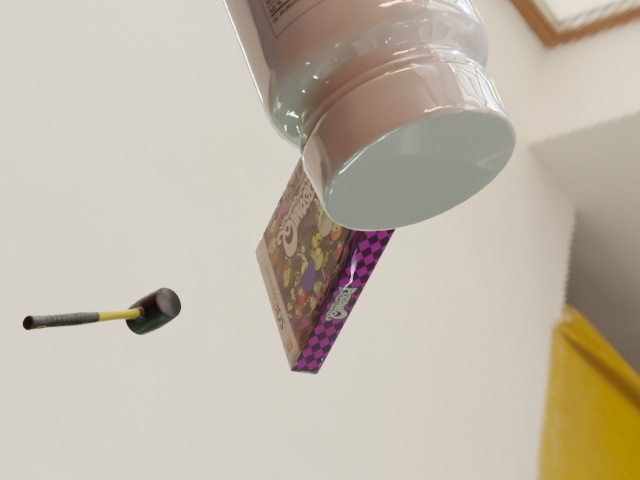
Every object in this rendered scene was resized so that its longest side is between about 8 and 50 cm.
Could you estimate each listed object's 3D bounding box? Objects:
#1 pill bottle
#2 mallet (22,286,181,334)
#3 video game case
[{"bbox_3d":[0.018,-0.158,1.034,0.160,0.160,0.283,-31,-119,19],"label":"pill bottle"},{"bbox_3d":[-0.224,0.076,1.580,0.062,0.190,0.039,-27,-106,32],"label":"mallet"},{"bbox_3d":[0.000,0.000,1.739,0.232,0.042,0.210,-63,-149,34],"label":"video game case"}]
